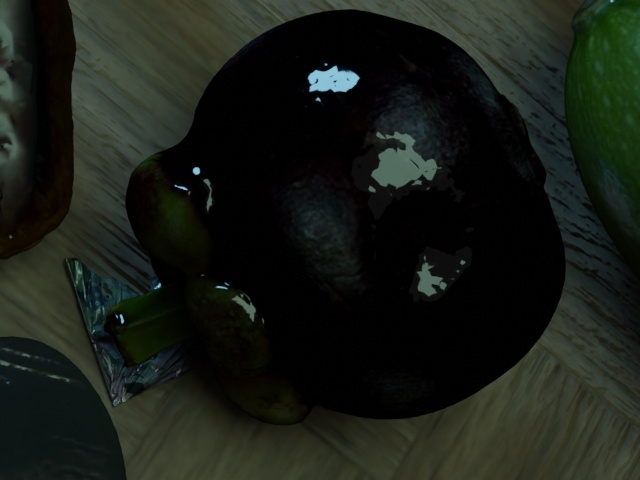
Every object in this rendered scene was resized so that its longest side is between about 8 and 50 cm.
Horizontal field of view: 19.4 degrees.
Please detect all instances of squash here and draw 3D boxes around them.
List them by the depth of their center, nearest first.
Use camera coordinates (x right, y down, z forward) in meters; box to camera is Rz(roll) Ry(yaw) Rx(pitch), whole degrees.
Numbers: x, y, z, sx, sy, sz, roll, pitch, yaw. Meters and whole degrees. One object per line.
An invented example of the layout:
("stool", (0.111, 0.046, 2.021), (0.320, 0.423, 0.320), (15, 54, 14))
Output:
("squash", (0.317, -0.071, 1.401), (0.309, 0.310, 0.310), (45, 60, 11))

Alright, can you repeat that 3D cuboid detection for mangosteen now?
("mangosteen", (0.000, 0.000, 1.221), (0.302, 0.275, 0.275), (-27, 89, 0))

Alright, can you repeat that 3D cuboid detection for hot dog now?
("hot dog", (-0.228, -0.094, 1.198), (0.161, 0.099, 0.226), (6, 75, -25))

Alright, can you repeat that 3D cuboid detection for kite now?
("kite", (-0.114, 0.043, 1.272), (0.139, 0.011, 0.156), (26, 67, -22))

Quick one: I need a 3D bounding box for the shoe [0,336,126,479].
("shoe", (-0.183, 0.196, 1.145), (0.103, 0.098, 0.274), (5, 72, -34))
